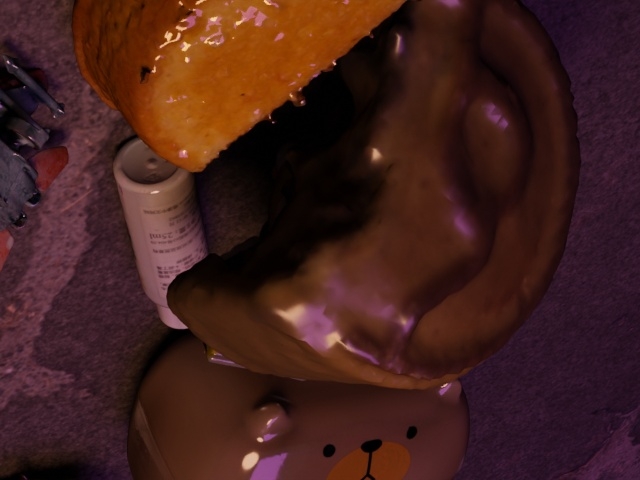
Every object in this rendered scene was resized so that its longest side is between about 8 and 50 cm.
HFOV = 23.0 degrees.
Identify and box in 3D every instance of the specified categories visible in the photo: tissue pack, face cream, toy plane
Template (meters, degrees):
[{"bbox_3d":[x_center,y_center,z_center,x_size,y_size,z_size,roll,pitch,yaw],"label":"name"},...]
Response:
[{"bbox_3d":[-0.019,0.217,1.871,0.387,0.267,0.276,-5,136,-32],"label":"tissue pack"},{"bbox_3d":[-0.160,0.001,1.651,0.082,0.082,0.269,-22,145,-14],"label":"face cream"},{"bbox_3d":[-0.321,-0.090,1.348,0.223,0.104,0.326,-61,157,-15],"label":"toy plane"}]

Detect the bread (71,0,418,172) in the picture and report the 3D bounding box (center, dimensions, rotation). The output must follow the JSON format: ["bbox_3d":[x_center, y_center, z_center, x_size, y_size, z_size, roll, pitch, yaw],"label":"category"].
[{"bbox_3d":[-0.087,-0.219,1.325,0.340,0.194,0.179,-38,148,16],"label":"bread"}]

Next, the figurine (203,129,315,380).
[{"bbox_3d":[0.002,0.000,1.693,0.342,0.167,0.285,-63,178,-53],"label":"figurine"}]

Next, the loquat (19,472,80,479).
[{"bbox_3d":[-0.338,0.380,1.893,0.213,0.213,0.213,-21,145,-16],"label":"loquat"}]

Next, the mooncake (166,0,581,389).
[{"bbox_3d":[0.053,-0.063,1.460,0.393,0.246,0.394,-17,103,-33],"label":"mooncake"}]
